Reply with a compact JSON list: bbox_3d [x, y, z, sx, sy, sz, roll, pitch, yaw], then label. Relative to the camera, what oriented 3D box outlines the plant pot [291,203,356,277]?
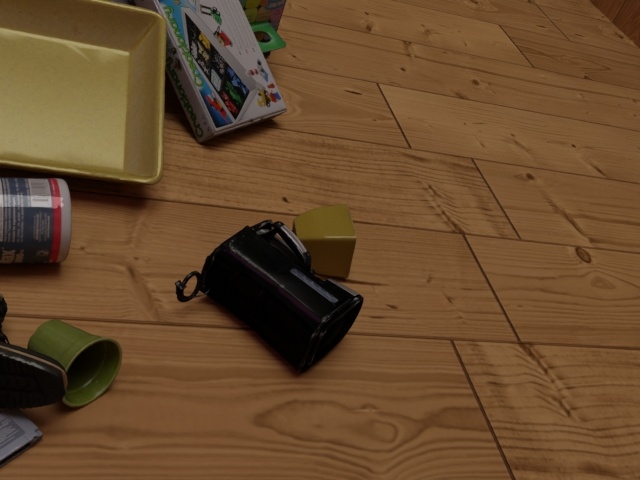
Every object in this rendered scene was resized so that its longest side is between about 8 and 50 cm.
[{"bbox_3d":[0.000,0.000,1.146,0.083,0.081,0.081,1,41,-11],"label":"plant pot"}]

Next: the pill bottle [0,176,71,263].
[{"bbox_3d":[-0.401,-0.025,0.940,0.180,0.108,0.108,0,42,-27],"label":"pill bottle"}]

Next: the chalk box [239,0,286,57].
[{"bbox_3d":[-0.189,-0.468,1.546,0.289,0.179,0.180,40,40,22],"label":"chalk box"}]

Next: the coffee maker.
[{"bbox_3d":[-0.060,0.081,1.000,0.178,0.120,0.171,37,62,21],"label":"coffee maker"}]

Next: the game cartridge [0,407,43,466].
[{"bbox_3d":[-0.327,0.199,0.776,0.056,0.017,0.083,39,39,16],"label":"game cartridge"}]

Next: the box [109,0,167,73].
[{"bbox_3d":[-0.372,-0.414,1.415,0.247,0.142,0.163,37,39,18],"label":"box"}]

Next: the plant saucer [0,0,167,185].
[{"bbox_3d":[-0.402,-0.222,1.150,0.333,0.081,0.332,7,59,-20],"label":"plant saucer"}]

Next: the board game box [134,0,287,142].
[{"bbox_3d":[-0.192,-0.336,1.347,0.193,0.053,0.305,-28,96,-47],"label":"board game box"}]

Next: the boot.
[{"bbox_3d":[-0.341,0.098,0.825,0.198,0.077,0.137,11,31,5],"label":"boot"}]

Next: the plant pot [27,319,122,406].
[{"bbox_3d":[-0.275,0.126,0.852,0.079,0.083,0.083,27,35,26],"label":"plant pot"}]
